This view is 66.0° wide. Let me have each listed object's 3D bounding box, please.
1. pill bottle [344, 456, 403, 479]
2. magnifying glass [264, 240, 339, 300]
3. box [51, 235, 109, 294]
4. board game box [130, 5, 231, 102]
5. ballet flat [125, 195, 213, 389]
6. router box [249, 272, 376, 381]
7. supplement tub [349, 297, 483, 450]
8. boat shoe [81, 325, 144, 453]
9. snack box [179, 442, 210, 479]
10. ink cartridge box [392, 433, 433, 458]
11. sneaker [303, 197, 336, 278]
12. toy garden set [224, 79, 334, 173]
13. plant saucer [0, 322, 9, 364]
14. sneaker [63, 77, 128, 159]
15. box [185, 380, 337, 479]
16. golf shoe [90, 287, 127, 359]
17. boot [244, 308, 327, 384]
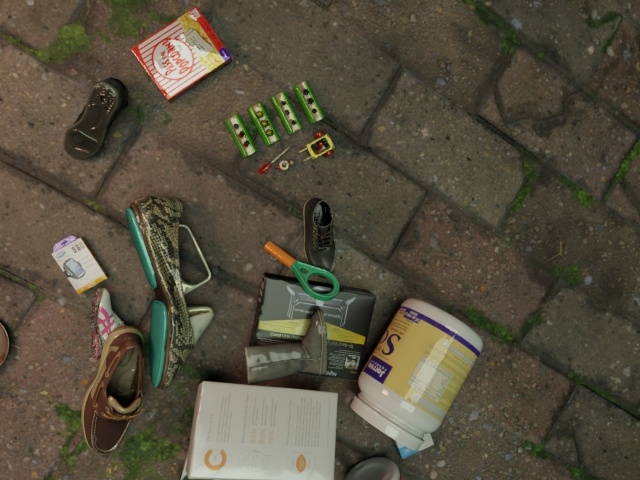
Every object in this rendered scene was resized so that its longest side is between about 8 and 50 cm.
[{"bbox_3d":[0.184,0.778,1.385,0.160,0.160,0.283,-20,99,-8],"label":"pill bottle"},{"bbox_3d":[-0.051,0.076,1.292,0.231,0.026,0.092,34,44,14],"label":"magnifying glass"},{"bbox_3d":[-0.604,0.056,1.234,0.081,0.028,0.136,-30,98,-7],"label":"box"},{"bbox_3d":[-0.342,-0.459,1.224,0.193,0.045,0.147,-37,101,-5],"label":"board game box"},{"bbox_3d":[-0.359,0.125,1.234,0.182,0.164,0.483,-10,96,-30],"label":"ballet flat"},{"bbox_3d":[-0.025,0.234,1.333,0.309,0.081,0.243,11,93,-12],"label":"router box"},{"bbox_3d":[0.248,0.347,1.298,0.241,0.241,0.331,35,80,-12],"label":"supplement tub"},{"bbox_3d":[-0.500,0.388,1.211,0.123,0.123,0.342,13,100,-35],"label":"boat shoe"},{"bbox_3d":[-0.287,0.657,1.334,0.187,0.060,0.322,15,92,-12],"label":"snack box"},{"bbox_3d":[0.244,0.519,1.422,0.104,0.060,0.180,-22,99,-8],"label":"ink cartridge box"},{"bbox_3d":[0.000,0.000,1.296,0.083,0.118,0.222,-12,97,-9],"label":"sneaker"},{"bbox_3d":[-0.094,-0.276,1.287,0.244,0.049,0.204,-29,100,-7],"label":"toy garden set"},{"bbox_3d":[-0.849,0.250,1.205,0.168,0.029,0.168,-1,95,-11],"label":"plant saucer"},{"bbox_3d":[-0.534,-0.298,1.191,0.087,0.130,0.227,31,117,-17],"label":"sneaker"},{"bbox_3d":[-0.147,0.484,1.245,0.345,0.168,0.215,10,68,-15],"label":"box"},{"bbox_3d":[-0.535,0.207,1.246,0.086,0.067,0.186,-3,105,-29],"label":"golf shoe"},{"bbox_3d":[-0.088,0.270,1.253,0.208,0.076,0.190,0,94,-4],"label":"boot"}]
